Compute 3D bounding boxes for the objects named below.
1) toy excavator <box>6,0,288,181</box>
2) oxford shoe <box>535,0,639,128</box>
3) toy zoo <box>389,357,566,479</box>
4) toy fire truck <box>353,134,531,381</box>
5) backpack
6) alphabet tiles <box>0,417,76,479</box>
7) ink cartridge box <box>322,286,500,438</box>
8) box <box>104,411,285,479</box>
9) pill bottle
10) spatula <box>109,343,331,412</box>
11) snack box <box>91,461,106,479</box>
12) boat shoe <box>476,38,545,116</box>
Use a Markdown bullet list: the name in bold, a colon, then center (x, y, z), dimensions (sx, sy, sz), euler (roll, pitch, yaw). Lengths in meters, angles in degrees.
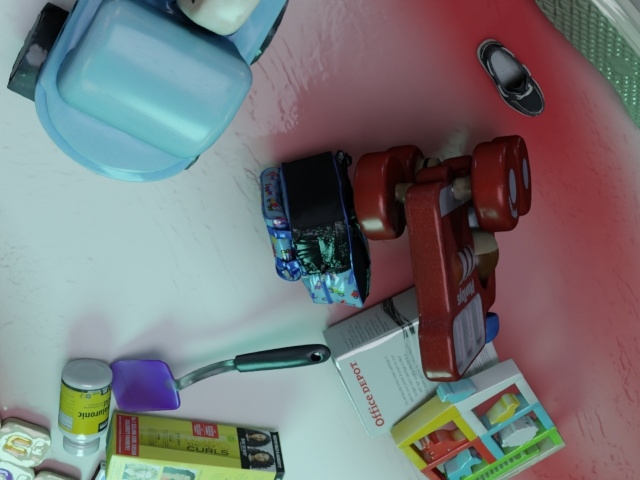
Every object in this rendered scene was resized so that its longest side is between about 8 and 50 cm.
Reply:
- **toy excavator**: center (-0.114, -0.217, 0.977), dimensions (0.222, 0.445, 0.433), euler (26, 107, -23)
- **oxford shoe**: center (0.432, -0.216, 1.273), dimensions (0.449, 0.169, 0.130), euler (42, 80, -25)
- **toy zoo**: center (0.217, 0.265, 1.447), dimensions (0.192, 0.030, 0.293), euler (-32, 138, 7)
- **toy fire truck**: center (0.157, 0.012, 1.223), dimensions (0.169, 0.302, 0.253), euler (-4, 97, 19)
- **backpack**: center (0.000, 0.000, 1.275), dimensions (0.117, 0.158, 0.173), euler (-12, 128, 2)
- **alphabet tiles**: center (-0.477, 0.346, 1.394), dimensions (0.278, 0.021, 0.284), euler (24, 107, -22)
- **ink cartridge box**: center (0.123, 0.152, 1.404), dimensions (0.203, 0.086, 0.148), euler (-25, 118, -1)
- **box**: center (-0.168, 0.289, 1.399), dimensions (0.232, 0.087, 0.058), euler (10, 121, -15)
- **pill bottle**: center (-0.305, 0.217, 1.348), dimensions (0.065, 0.065, 0.116), euler (4, 114, -15)
- **spatula**: center (-0.132, 0.169, 1.357), dimensions (0.297, 0.030, 0.084), euler (-12, 116, 4)
- **snack box**: center (-0.310, 0.389, 1.450), dimensions (0.064, 0.022, 0.178), euler (21, 108, -20)
- **boat shoe**: center (0.241, -0.198, 1.296), dimensions (0.046, 0.038, 0.125), euler (-38, 117, 6)
